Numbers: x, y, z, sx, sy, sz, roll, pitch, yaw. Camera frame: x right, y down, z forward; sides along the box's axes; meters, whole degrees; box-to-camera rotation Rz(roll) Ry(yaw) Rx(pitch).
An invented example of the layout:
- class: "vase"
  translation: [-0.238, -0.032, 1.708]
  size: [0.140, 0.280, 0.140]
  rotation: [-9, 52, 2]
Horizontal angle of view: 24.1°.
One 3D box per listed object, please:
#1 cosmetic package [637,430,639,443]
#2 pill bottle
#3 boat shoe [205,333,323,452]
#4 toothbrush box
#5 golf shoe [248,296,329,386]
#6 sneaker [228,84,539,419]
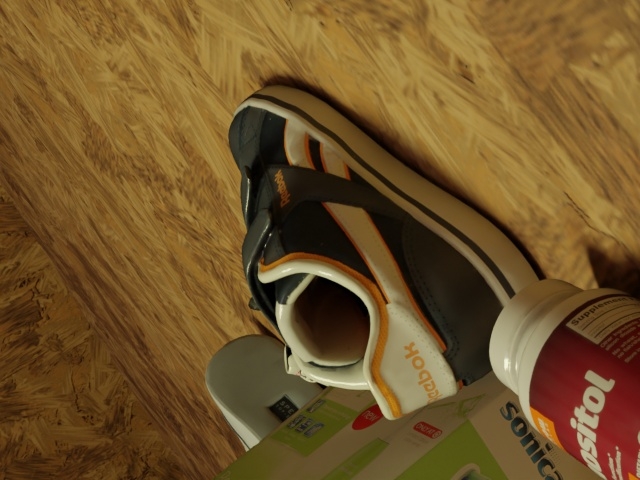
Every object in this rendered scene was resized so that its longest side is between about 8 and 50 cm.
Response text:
- class: "cosmetic package"
  translation: [0.209, 0.116, 0.573]
  size: [0.117, 0.085, 0.231]
  rotation: [43, 178, 32]
- class: "pill bottle"
  translation: [0.153, 0.075, 0.738]
  size: [0.152, 0.086, 0.086]
  rotation: [33, 156, 53]
- class: "boat shoe"
  translation: [0.003, 0.259, 1.557]
  size: [0.367, 0.136, 0.156]
  rotation: [43, 163, 43]
- class: "toothbrush box"
  translation: [0.024, 0.198, 1.038]
  size: [0.122, 0.283, 0.206]
  rotation: [58, 165, -15]
- class: "golf shoe"
  translation: [0.009, 0.092, 1.239]
  size: [0.186, 0.086, 0.067]
  rotation: [57, 164, -20]
- class: "sneaker"
  translation: [0.000, 0.000, 0.971]
  size: [0.321, 0.127, 0.126]
  rotation: [37, 160, 51]
